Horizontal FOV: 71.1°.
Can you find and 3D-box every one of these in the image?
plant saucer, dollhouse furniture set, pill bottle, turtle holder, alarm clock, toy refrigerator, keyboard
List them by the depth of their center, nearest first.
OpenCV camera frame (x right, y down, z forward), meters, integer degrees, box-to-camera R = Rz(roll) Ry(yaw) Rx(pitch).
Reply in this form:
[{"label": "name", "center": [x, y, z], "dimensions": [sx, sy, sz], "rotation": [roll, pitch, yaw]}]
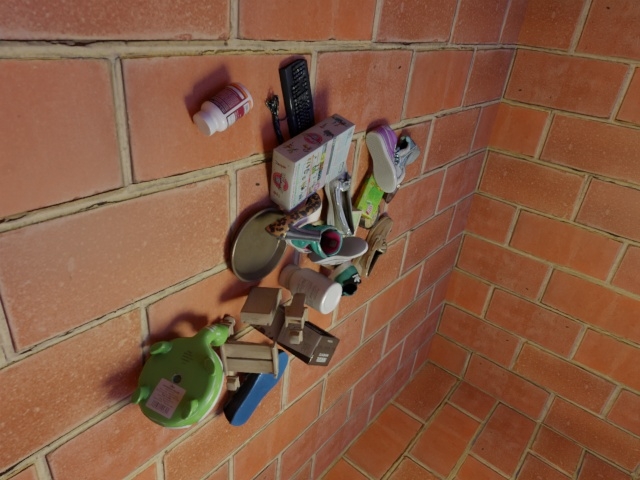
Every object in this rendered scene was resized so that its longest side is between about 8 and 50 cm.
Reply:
[{"label": "pill bottle", "center": [-0.258, -0.344, 1.183], "dimensions": [0.152, 0.086, 0.086], "rotation": [-46, 144, -27]}, {"label": "turtle holder", "center": [-0.416, 0.412, 1.388], "dimensions": [0.227, 0.244, 0.320], "rotation": [84, 1, -62]}, {"label": "keyboard", "center": [-0.085, -0.405, 1.448], "dimensions": [0.201, 0.033, 0.317], "rotation": [-43, 142, -31]}, {"label": "plant saucer", "center": [-0.210, 0.013, 1.549], "dimensions": [0.278, 0.041, 0.277], "rotation": [-35, 138, -38]}, {"label": "dollhouse furniture set", "center": [-0.190, 0.363, 1.625], "dimensions": [0.173, 0.304, 0.355], "rotation": [-75, 166, -63]}, {"label": "pill bottle", "center": [-0.043, 0.178, 1.729], "dimensions": [0.131, 0.229, 0.131], "rotation": [-35, 138, -39]}, {"label": "toy refrigerator", "center": [0.087, -0.012, 1.918], "dimensions": [0.102, 0.094, 0.269], "rotation": [-8, 118, -54]}, {"label": "alarm clock", "center": [0.225, -0.109, 2.081], "dimensions": [0.129, 0.064, 0.192], "rotation": [-58, 145, -11]}, {"label": "plant saucer", "center": [0.350, -0.256, 2.163], "dimensions": [0.168, 0.029, 0.168], "rotation": [-51, 161, -25]}]

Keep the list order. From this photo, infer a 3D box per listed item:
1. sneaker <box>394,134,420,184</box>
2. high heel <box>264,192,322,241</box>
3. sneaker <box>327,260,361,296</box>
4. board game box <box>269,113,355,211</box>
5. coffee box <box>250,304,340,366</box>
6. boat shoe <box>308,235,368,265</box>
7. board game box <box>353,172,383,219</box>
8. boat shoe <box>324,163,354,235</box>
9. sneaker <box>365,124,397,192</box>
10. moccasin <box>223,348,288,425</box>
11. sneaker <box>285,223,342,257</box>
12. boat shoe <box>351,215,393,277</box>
[{"label": "sneaker", "center": [0.343, -0.365, 2.067], "dimensions": [0.122, 0.110, 0.283], "rotation": [47, 68, -38]}, {"label": "high heel", "center": [-0.091, -0.100, 1.549], "dimensions": [0.261, 0.187, 0.093], "rotation": [-91, -170, -46]}, {"label": "sneaker", "center": [0.085, 0.207, 1.951], "dimensions": [0.108, 0.121, 0.302], "rotation": [-23, 160, -30]}, {"label": "board game box", "center": [-0.028, -0.266, 1.515], "dimensions": [0.303, 0.098, 0.224], "rotation": [-40, 157, -35]}, {"label": "coffee box", "center": [-0.097, 0.353, 1.709], "dimensions": [0.118, 0.297, 0.168], "rotation": [-63, 148, -4]}, {"label": "boat shoe", "center": [0.081, 0.047, 1.825], "dimensions": [0.084, 0.258, 0.095], "rotation": [35, 52, -53]}, {"label": "board game box", "center": [0.217, -0.193, 1.971], "dimensions": [0.092, 0.043, 0.181], "rotation": [28, 80, -24]}, {"label": "boat shoe", "center": [0.085, -0.173, 1.761], "dimensions": [0.118, 0.103, 0.320], "rotation": [-30, 125, -57]}, {"label": "sneaker", "center": [0.297, -0.358, 1.927], "dimensions": [0.161, 0.102, 0.281], "rotation": [-41, 124, -43]}, {"label": "moccasin", "center": [-0.271, 0.563, 1.784], "dimensions": [0.342, 0.117, 0.137], "rotation": [-49, 133, -16]}, {"label": "sneaker", "center": [0.000, 0.000, 1.682], "dimensions": [0.295, 0.179, 0.123], "rotation": [20, 84, -70]}, {"label": "boat shoe", "center": [0.280, 0.034, 2.218], "dimensions": [0.341, 0.110, 0.121], "rotation": [-57, 148, -11]}]
